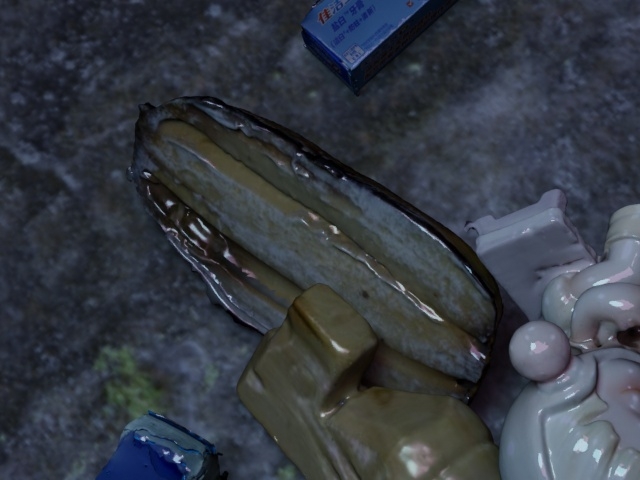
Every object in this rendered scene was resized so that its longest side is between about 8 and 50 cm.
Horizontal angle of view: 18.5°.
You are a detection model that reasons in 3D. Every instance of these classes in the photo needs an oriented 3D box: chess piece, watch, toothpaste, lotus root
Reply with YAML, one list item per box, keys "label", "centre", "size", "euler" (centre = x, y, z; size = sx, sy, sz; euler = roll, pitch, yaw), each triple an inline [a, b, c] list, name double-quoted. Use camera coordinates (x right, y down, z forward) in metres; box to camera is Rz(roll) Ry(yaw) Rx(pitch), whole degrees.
- label: "chess piece"
  centre: [0.059, 0.162, 1.348]
  size: [0.137, 0.137, 0.301]
  euler: [-44, 67, -9]
- label: "watch"
  centre: [-0.161, 0.273, 1.323]
  size: [0.068, 0.276, 0.274]
  euler: [26, 49, 11]
- label: "toothpaste"
  centre: [0.102, -0.229, 1.526]
  size: [0.272, 0.053, 0.066]
  euler: [-43, 74, -9]
- label: "lotus root"
  centre: [0.000, -0.001, 1.425]
  size: [0.329, 0.167, 0.078]
  euler: [36, 35, 19]

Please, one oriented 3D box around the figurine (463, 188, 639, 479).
- label: "figurine"
  centre: [0.168, 0.100, 1.243]
  size: [0.144, 0.182, 0.257]
  euler: [-6, 49, 11]
